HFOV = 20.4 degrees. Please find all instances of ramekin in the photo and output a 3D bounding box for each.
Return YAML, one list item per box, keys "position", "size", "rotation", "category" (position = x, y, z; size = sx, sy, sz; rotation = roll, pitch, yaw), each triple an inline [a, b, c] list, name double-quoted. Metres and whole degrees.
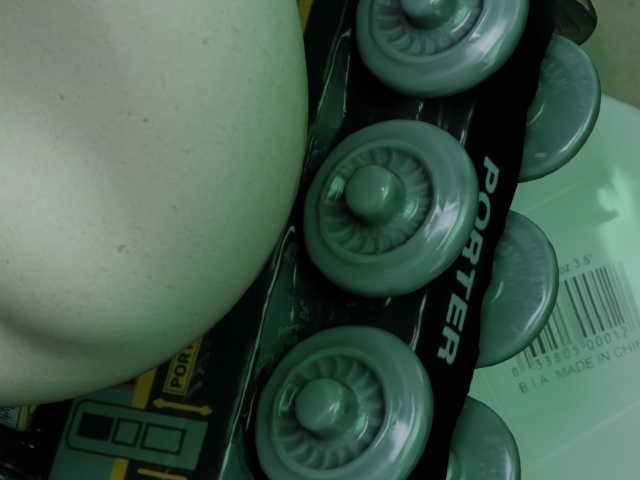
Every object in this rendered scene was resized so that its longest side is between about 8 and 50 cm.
- position: [0.099, 0.049, 0.934]
  size: [0.277, 0.135, 0.277]
  rotation: [4, 80, -21]
  category: "ramekin"

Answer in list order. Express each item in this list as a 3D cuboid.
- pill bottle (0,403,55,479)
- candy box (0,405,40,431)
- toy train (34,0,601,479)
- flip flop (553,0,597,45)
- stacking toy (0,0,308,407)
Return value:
- position: [-0.173, 0.173, 0.800]
  size: [0.123, 0.123, 0.219]
  rotation: [34, 58, -14]
  category: "pill bottle"
- position: [-0.242, -0.060, 0.791]
  size: [0.316, 0.087, 0.183]
  rotation: [21, 64, -3]
  category: "candy box"
- position: [0.000, 0.000, 0.777]
  size: [0.142, 0.190, 0.334]
  rotation: [37, 63, -56]
  category: "toy train"
- position: [0.023, -0.115, 0.960]
  size: [0.277, 0.080, 0.112]
  rotation: [-17, 61, -26]
  category: "flip flop"
- position: [-0.099, -0.201, 0.711]
  size: [0.350, 0.350, 0.480]
  rotation: [41, 45, -11]
  category: "stacking toy"
